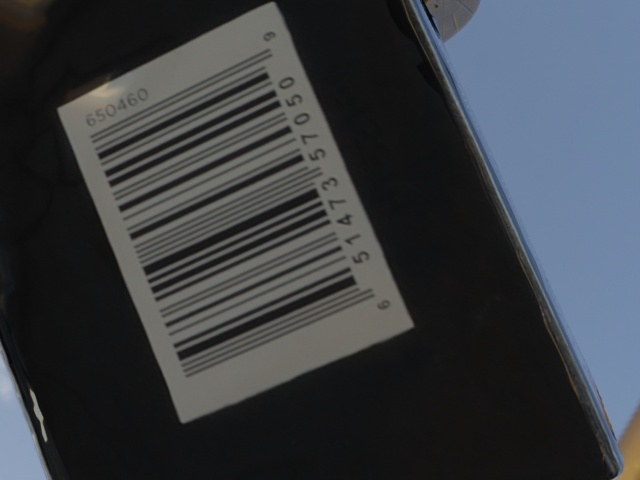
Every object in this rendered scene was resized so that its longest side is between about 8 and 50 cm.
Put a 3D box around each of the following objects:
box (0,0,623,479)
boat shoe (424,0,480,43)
[{"bbox_3d":[0.000,0.000,0.600,0.212,0.395,0.293,-25,-98,11],"label":"box"},{"bbox_3d":[0.022,-0.179,0.953,0.277,0.096,0.098,-36,-33,-29],"label":"boat shoe"}]
